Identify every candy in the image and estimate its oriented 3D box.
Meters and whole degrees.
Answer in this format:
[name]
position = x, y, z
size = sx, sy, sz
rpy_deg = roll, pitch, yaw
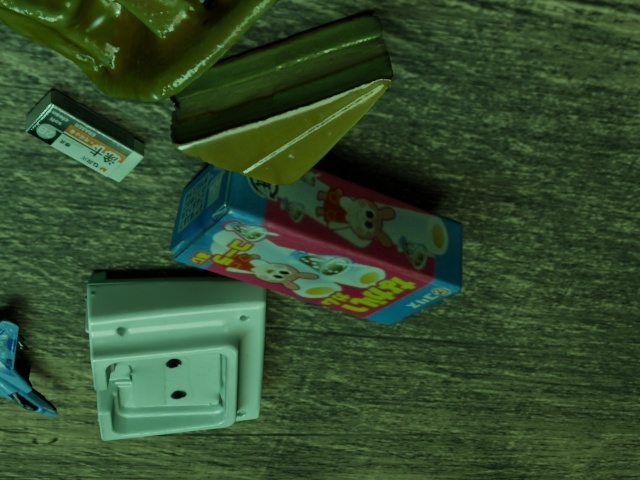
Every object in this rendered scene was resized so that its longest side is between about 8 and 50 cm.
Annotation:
[candy]
position = 0.000, -0.001, 1.206
size = 0.306, 0.100, 0.157
rpy_deg = 20, 150, -24

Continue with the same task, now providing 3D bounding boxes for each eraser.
[eraser]
position = -0.254, -0.111, 1.136
size = 0.122, 0.029, 0.052
rpy_deg = 30, 126, -33

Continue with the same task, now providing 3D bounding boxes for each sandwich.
[sandwich]
position = -0.042, -0.160, 1.047
size = 0.144, 0.117, 0.187
rpy_deg = 21, 131, -31

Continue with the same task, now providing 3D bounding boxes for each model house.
[model house]
position = -0.190, -0.244, 0.900
size = 0.268, 0.173, 0.239
rpy_deg = -38, 129, 26

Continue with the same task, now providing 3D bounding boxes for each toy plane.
[toy plane]
position = -0.426, 0.164, 1.377
size = 0.169, 0.078, 0.246
rpy_deg = -25, 140, 18

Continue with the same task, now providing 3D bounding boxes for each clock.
[clock]
position = -0.186, 0.164, 1.376
size = 0.231, 0.116, 0.262
rpy_deg = -1, 137, -7
